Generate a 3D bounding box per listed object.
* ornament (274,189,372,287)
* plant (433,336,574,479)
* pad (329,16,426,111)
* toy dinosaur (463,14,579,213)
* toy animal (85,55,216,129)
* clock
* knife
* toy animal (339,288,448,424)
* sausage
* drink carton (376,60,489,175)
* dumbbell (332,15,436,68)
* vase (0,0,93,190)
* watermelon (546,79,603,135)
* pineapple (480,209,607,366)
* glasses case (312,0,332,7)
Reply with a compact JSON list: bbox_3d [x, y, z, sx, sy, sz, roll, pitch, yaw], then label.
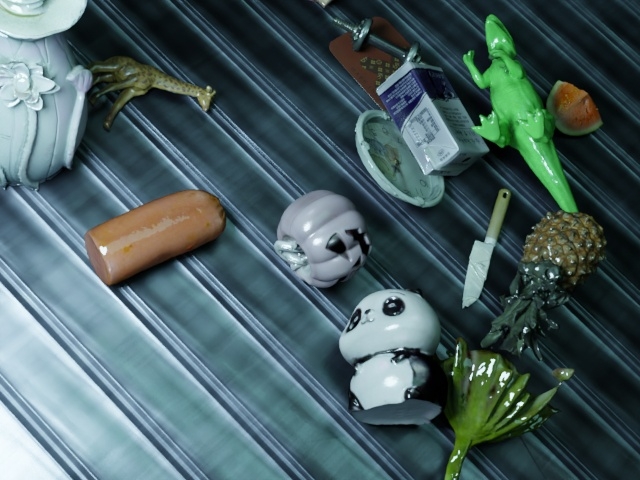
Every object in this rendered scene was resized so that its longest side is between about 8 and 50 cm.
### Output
[{"bbox_3d":[0.000,0.001,1.803,0.177,0.177,0.178,7,62,-13],"label":"ornament"},{"bbox_3d":[0.271,0.337,1.721,0.251,0.180,0.333,26,62,10],"label":"plant"},{"bbox_3d":[0.156,-0.367,2.134,0.181,0.004,0.267,-35,78,-28],"label":"pad"},{"bbox_3d":[0.463,-0.225,2.128,0.500,0.144,0.374,56,25,-17],"label":"toy dinosaur"},{"bbox_3d":[-0.346,-0.301,1.923,0.275,0.054,0.149,-11,70,-22],"label":"toy animal"},{"bbox_3d":[0.151,-0.157,1.970,0.236,0.053,0.236,28,42,-29],"label":"clock"},{"bbox_3d":[0.332,0.014,1.985,0.047,0.017,0.298,22,63,-3],"label":"knife"},{"bbox_3d":[0.129,0.201,1.737,0.165,0.187,0.235,25,54,-52],"label":"toy animal"},{"bbox_3d":[-0.289,-0.017,1.762,0.259,0.113,0.114,-26,74,-25],"label":"sausage"},{"bbox_3d":[0.231,-0.245,2.006,0.134,0.102,0.222,-3,60,-55],"label":"drink carton"},{"bbox_3d":[0.141,-0.416,2.104,0.254,0.081,0.082,27,59,-3],"label":"dumbbell"},{"bbox_3d":[-0.501,-0.284,1.640,0.249,0.445,0.250,8,60,-13],"label":"vase"},{"bbox_3d":[0.574,-0.295,2.171,0.135,0.094,0.125,22,52,-10],"label":"watermelon"},{"bbox_3d":[0.418,0.095,1.888,0.165,0.165,0.364,38,59,4],"label":"pineapple"},{"bbox_3d":[-0.037,-0.583,2.160,0.193,0.070,0.102,43,88,5],"label":"glasses case"}]
